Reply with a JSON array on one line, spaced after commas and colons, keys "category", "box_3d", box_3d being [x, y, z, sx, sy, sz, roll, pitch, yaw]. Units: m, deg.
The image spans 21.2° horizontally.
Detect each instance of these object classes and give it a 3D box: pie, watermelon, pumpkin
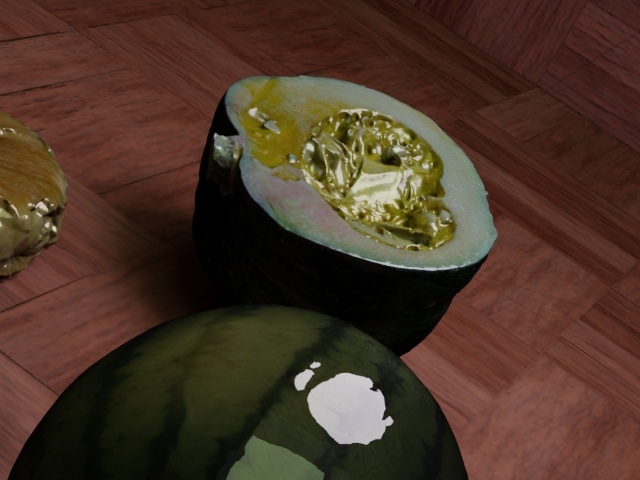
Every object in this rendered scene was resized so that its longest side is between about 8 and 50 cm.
[{"category": "pie", "box_3d": [-0.370, -0.080, 1.444, 0.339, 0.083, 0.339, 27, 24, -13]}, {"category": "watermelon", "box_3d": [-0.046, 0.178, 1.023, 0.279, 0.279, 0.359, 33, 28, 6]}, {"category": "pumpkin", "box_3d": [0.000, 0.000, 1.593, 0.263, 0.197, 0.293, 12, 34, -16]}]
